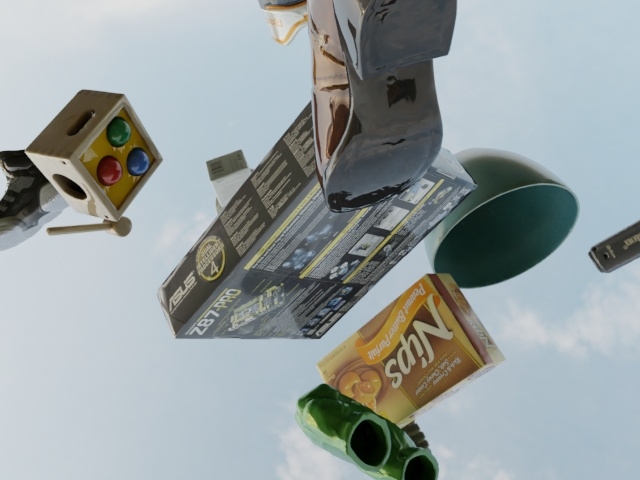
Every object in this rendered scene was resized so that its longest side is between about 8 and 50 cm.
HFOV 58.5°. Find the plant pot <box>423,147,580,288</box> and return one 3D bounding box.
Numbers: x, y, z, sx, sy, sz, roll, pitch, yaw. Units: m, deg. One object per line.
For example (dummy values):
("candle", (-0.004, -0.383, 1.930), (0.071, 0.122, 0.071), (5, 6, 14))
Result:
("plant pot", (0.320, -0.068, 1.124), (0.291, 0.290, 0.195), (-15, -129, -5))

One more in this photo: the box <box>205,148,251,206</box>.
("box", (-0.222, -0.156, 1.431), (0.102, 0.087, 0.101), (-20, -140, -4))

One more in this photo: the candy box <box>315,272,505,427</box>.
("candy box", (0.150, 0.222, 1.043), (0.316, 0.088, 0.182), (-44, -119, 29))

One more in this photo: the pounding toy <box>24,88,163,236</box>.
("pounding toy", (-0.307, -0.073, 0.815), (0.094, 0.206, 0.181), (12, -123, 23))

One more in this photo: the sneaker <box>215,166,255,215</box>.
("sneaker", (-0.196, -0.129, 1.554), (0.115, 0.090, 0.232), (2, -140, 28))

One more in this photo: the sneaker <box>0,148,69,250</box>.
("sneaker", (-0.632, -0.092, 1.182), (0.269, 0.101, 0.153), (-35, -95, 2))

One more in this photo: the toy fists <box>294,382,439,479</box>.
("toy fists", (0.070, 0.313, 0.903), (0.142, 0.279, 0.096), (5, -119, 46))

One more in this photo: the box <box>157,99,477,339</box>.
("box", (0.000, 0.000, 0.840), (0.395, 0.318, 0.097), (-47, -122, 26))

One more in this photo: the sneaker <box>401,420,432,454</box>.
("sneaker", (0.165, 0.406, 1.187), (0.086, 0.132, 0.228), (-12, -113, -6))

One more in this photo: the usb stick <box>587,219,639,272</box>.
("usb stick", (0.752, -0.018, 1.302), (0.045, 0.278, 0.077), (-15, -109, -57))

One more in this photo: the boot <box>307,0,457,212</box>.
("boot", (0.003, -0.190, 0.468), (0.096, 0.264, 0.280), (-18, -120, -4))

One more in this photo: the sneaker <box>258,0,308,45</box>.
("sneaker", (0.069, -0.322, 0.706), (0.321, 0.127, 0.126), (-16, -143, -19))
